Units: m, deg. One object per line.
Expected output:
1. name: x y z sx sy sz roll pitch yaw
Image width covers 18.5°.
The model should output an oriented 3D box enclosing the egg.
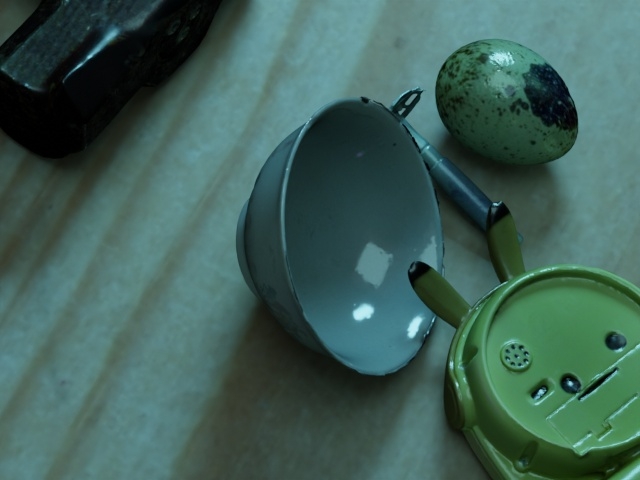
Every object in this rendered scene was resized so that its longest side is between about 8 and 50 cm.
1. egg: 0.135 -0.098 1.411 0.110 0.085 0.085 33 64 5

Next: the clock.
1. clock: 0.162 0.085 1.331 0.170 0.069 0.232 -36 73 -22

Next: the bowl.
1. bowl: 0.000 0.000 1.329 0.086 0.189 0.189 -6 55 36

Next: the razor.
1. razor: 0.094 -0.044 1.405 0.135 0.068 0.040 45 69 2

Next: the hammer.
1. hammer: -0.256 -0.255 1.443 0.409 0.095 0.242 36 65 14
